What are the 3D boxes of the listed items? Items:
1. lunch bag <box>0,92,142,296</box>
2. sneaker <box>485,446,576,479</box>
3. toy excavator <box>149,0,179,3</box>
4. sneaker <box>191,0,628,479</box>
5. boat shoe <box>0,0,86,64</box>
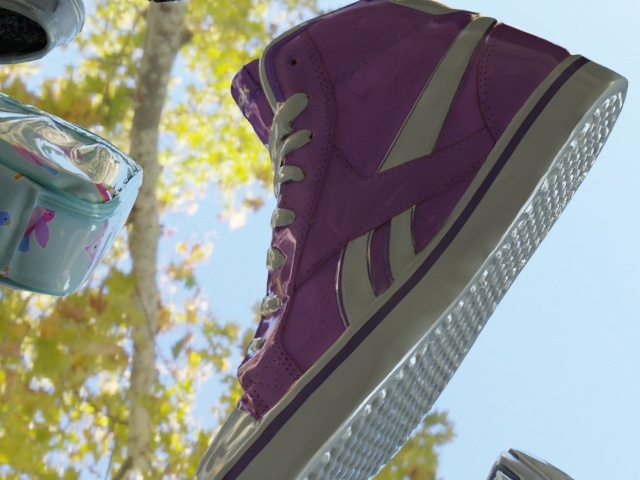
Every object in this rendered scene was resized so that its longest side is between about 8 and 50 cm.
[{"bbox_3d":[-0.298,-0.071,0.941,0.279,0.108,0.224,27,-164,-5],"label":"lunch bag"},{"bbox_3d":[0.070,0.234,0.575,0.127,0.182,0.315,36,-167,17],"label":"sneaker"},{"bbox_3d":[-0.153,-0.415,0.904,0.222,0.433,0.445,-33,-83,-50],"label":"toy excavator"},{"bbox_3d":[0.000,0.000,0.501,0.161,0.102,0.282,31,-115,18],"label":"sneaker"},{"bbox_3d":[-0.313,-0.187,0.916,0.228,0.079,0.081,4,-147,11],"label":"boat shoe"}]
